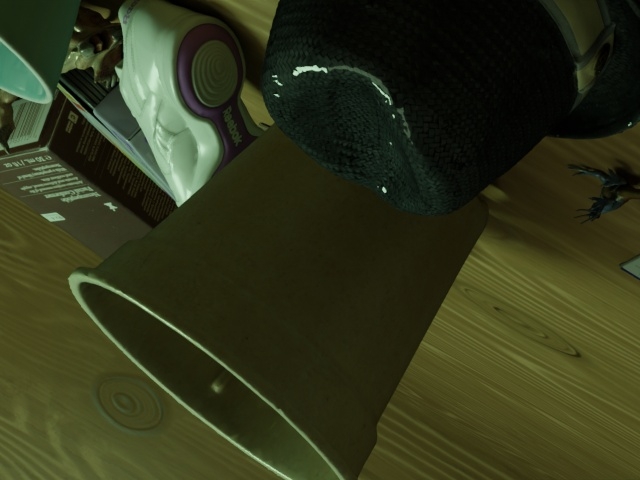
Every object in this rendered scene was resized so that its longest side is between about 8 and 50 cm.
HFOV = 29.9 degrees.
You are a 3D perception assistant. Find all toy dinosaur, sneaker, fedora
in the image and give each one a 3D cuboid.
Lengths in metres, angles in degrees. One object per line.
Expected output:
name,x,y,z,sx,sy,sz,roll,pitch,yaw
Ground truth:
toy dinosaur,-0.330,-0.238,1.382,0.296,0.200,0.127,49,166,36
sneaker,-0.138,-0.132,1.281,0.152,0.114,0.305,33,146,33
fedora,0.057,-0.114,0.787,0.334,0.152,0.334,31,169,7
toy dinosaur,0.237,-0.031,0.971,0.090,0.047,0.082,15,-179,26

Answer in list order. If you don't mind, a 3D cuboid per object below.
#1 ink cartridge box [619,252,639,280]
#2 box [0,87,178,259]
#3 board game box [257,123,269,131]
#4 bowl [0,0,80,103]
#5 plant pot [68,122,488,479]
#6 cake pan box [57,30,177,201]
ink cartridge box,0.340,0.010,0.794,0.175,0.069,0.371,31,167,2
box,-0.351,-0.087,1.951,0.191,0.143,0.381,-8,147,38
board game box,-0.001,-0.001,1.352,0.305,0.193,0.053,25,167,34
bowl,-0.337,-0.281,1.105,0.311,0.163,0.311,31,170,6
plant pot,-0.012,0.030,1.143,0.333,0.305,0.334,35,161,14
cake pan box,-0.256,-0.164,1.545,0.245,0.070,0.267,39,173,23
